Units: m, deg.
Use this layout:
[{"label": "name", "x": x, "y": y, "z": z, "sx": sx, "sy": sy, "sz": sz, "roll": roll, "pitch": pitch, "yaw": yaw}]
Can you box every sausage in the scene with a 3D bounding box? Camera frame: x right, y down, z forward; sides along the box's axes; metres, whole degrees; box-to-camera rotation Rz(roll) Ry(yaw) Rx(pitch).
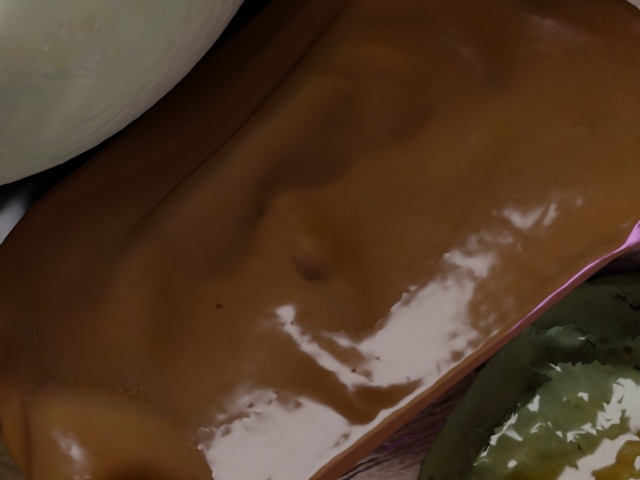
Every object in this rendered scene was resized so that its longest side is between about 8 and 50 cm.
[{"label": "sausage", "x": 0.000, "y": 0.000, "z": 0.515, "sx": 0.241, "sy": 0.136, "sz": 0.120, "roll": -36, "pitch": 171, "yaw": 12}]

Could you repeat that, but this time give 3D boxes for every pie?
[{"label": "pie", "x": 0.205, "y": 0.199, "z": 1.003, "sx": 0.418, "sy": 0.180, "sz": 0.395, "roll": 25, "pitch": 109, "yaw": -32}]

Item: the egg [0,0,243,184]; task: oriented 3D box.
[{"label": "egg", "x": -0.120, "y": -0.098, "z": 0.434, "sx": 0.271, "sy": 0.162, "sz": 0.206, "roll": -2, "pitch": 152, "yaw": -16}]

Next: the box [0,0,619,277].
[{"label": "box", "x": -0.005, "y": -0.009, "z": 0.683, "sx": 0.289, "sy": 0.073, "sz": 0.290, "roll": -35, "pitch": 144, "yaw": 16}]

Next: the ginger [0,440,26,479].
[{"label": "ginger", "x": -0.176, "y": 0.062, "z": 0.765, "sx": 0.116, "sy": 0.109, "sz": 0.263, "roll": 4, "pitch": 159, "yaw": 29}]
